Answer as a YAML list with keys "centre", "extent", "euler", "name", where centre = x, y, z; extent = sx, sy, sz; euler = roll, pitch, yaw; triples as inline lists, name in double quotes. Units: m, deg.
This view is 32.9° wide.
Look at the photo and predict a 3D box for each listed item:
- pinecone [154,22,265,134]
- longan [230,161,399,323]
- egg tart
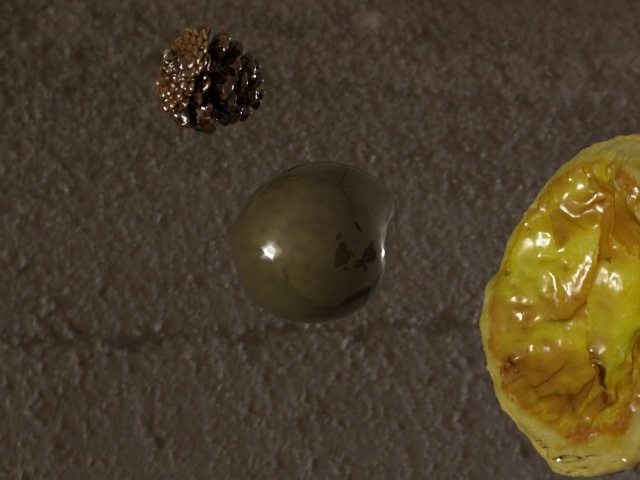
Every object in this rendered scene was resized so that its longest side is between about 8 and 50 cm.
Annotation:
- centre: [-0.161, -0.234, 1.597]
  extent: [0.173, 0.173, 0.174]
  euler: [13, 46, -14]
  name: "pinecone"
- centre: [0.000, 0.000, 1.511]
  extent: [0.248, 0.248, 0.248]
  euler: [13, 46, -14]
  name: "longan"
- centre: [0.288, 0.064, 1.040]
  extent: [0.132, 0.341, 0.341]
  euler: [16, 45, -23]
  name: "egg tart"
